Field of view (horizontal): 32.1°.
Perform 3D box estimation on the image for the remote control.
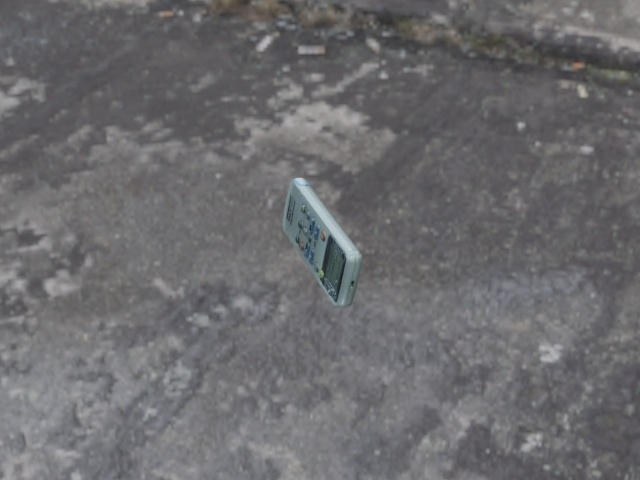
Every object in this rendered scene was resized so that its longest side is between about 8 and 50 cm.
[{"bbox_3d":[0.000,0.000,0.862,0.018,0.053,0.124,-2,33,-25],"label":"remote control"}]
